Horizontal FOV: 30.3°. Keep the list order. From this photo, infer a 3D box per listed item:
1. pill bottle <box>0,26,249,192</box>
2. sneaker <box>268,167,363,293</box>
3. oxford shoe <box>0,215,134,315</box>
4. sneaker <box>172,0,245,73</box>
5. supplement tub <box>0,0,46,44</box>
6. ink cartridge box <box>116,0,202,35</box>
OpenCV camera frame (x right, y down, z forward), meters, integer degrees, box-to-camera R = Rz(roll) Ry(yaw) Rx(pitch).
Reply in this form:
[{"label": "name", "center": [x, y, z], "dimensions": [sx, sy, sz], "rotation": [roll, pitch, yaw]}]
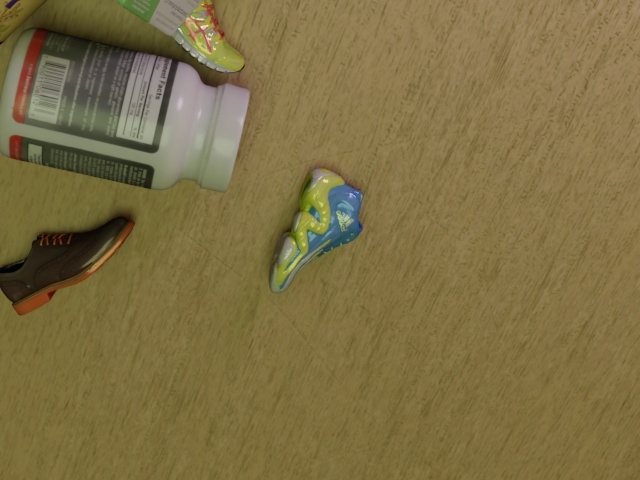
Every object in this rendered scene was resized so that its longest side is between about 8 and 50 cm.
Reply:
[{"label": "pill bottle", "center": [-0.308, -0.195, 1.863], "dimensions": [0.363, 0.210, 0.210], "rotation": [13, 113, -8]}, {"label": "sneaker", "center": [0.000, 0.000, 2.030], "dimensions": [0.126, 0.091, 0.240], "rotation": [20, 112, -11]}, {"label": "oxford shoe", "center": [-0.441, 0.025, 2.024], "dimensions": [0.271, 0.097, 0.098], "rotation": [-32, 106, 12]}, {"label": "sneaker", "center": [-0.192, -0.349, 1.868], "dimensions": [0.208, 0.081, 0.094], "rotation": [39, 105, -17]}, {"label": "supplement tub", "center": [-0.465, -0.455, 1.720], "dimensions": [0.331, 0.241, 0.241], "rotation": [-39, 110, 15]}, {"label": "ink cartridge box", "center": [-0.201, -0.453, 1.720], "dimensions": [0.115, 0.198, 0.273], "rotation": [44, 97, 12]}]
